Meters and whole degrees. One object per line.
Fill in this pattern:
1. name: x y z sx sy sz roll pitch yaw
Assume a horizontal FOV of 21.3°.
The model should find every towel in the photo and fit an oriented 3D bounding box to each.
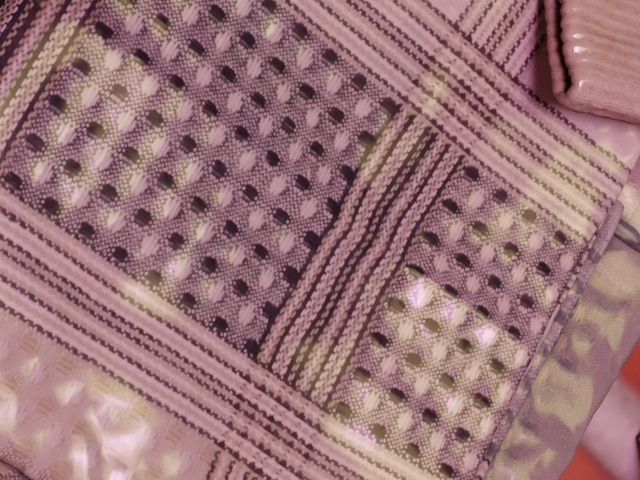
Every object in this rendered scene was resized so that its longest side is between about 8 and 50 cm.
1. towel: 0.000 0.000 0.694 0.324 0.056 0.312 39 68 -24

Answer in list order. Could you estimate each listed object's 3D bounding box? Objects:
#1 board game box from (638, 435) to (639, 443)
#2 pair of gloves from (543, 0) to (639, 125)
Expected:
1. board game box: 0.341 0.104 0.778 0.291 0.141 0.232 29 110 -26
2. pair of gloves: 0.189 -0.138 0.789 0.204 0.042 0.240 22 59 -30
